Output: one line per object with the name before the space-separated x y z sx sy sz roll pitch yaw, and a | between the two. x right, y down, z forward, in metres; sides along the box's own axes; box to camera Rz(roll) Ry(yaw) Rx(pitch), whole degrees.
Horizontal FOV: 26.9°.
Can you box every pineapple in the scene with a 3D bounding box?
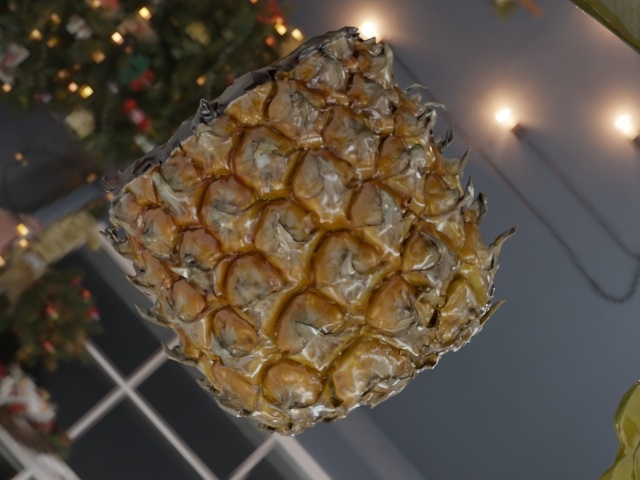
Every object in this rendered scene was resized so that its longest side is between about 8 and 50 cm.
pineapple | -0.002 0.002 1.229 0.352 0.300 0.352 -33 179 -1

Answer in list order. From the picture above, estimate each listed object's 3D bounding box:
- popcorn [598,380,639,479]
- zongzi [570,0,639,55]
popcorn | 0.244 0.097 0.502 0.286 0.173 0.225 -11 -175 26
zongzi | 0.067 -0.262 0.694 0.447 0.418 0.181 13 140 -40
